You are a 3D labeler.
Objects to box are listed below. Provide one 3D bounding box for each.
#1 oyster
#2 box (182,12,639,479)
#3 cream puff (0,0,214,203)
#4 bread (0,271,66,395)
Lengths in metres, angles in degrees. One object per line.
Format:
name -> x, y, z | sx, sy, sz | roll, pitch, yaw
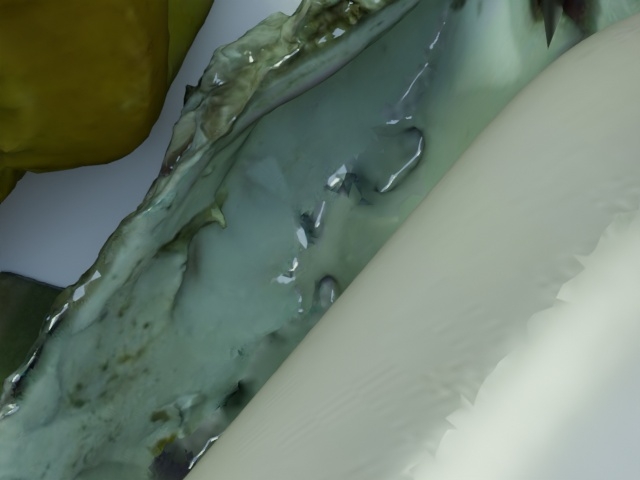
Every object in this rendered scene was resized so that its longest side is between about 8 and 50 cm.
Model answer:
oyster -> 0.001, 0.000, 0.545 | 0.199, 0.087, 0.252 | 0, 93, -10
box -> 0.089, 0.134, 0.448 | 0.289, 0.141, 0.349 | 39, 83, 6
cream puff -> -0.181, -0.137, 0.491 | 0.291, 0.257, 0.324 | -11, 84, -1
bread -> -0.125, 0.067, 0.549 | 0.074, 0.084, 0.139 | 23, 85, 6
